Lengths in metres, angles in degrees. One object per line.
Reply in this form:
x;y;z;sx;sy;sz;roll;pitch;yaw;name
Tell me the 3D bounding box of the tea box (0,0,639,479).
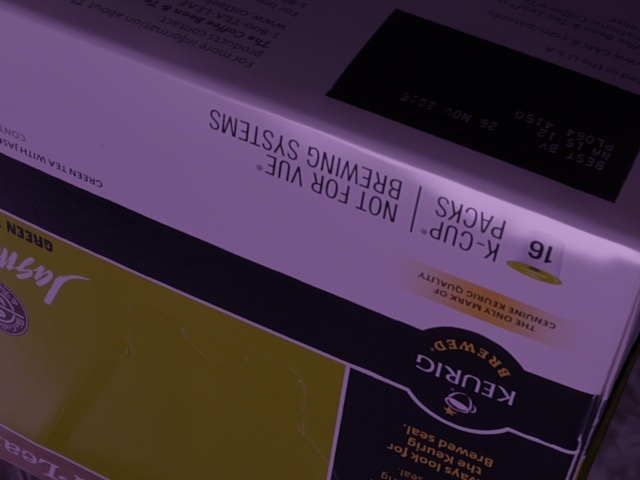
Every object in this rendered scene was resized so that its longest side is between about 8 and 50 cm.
0.000;0.000;0.650;0.329;0.220;0.323;23;134;15;tea box
